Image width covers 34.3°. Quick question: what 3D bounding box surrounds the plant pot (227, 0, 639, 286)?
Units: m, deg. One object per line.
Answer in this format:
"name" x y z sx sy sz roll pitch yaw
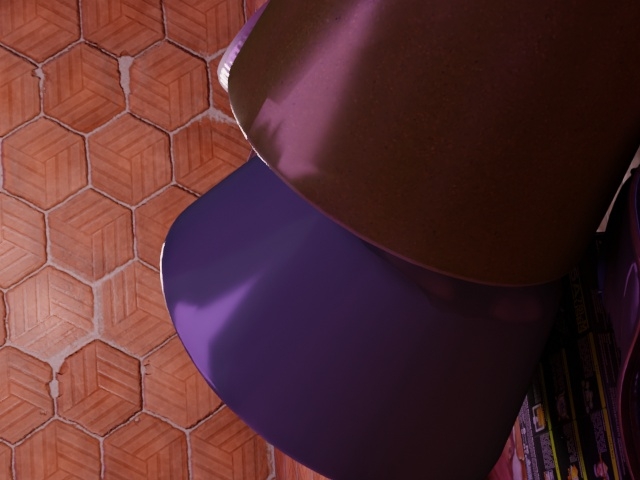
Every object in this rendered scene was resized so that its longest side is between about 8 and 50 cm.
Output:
"plant pot" 0.122 -0.172 0.639 0.275 0.274 0.294 -105 35 -49

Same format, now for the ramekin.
"ramekin" -0.079 -0.304 1.710 0.207 0.109 0.207 -51 -1 -2

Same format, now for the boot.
"boot" 0.218 0.050 0.646 0.106 0.082 0.219 -43 -45 -82

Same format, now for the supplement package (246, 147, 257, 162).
"supplement package" -0.030 -0.126 1.577 0.262 0.145 0.204 124 167 -75

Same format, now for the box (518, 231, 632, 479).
"box" 0.200 0.111 0.811 0.184 0.045 0.191 118 148 -67

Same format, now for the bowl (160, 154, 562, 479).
"bowl" 0.057 0.017 0.773 0.163 0.311 0.312 -53 32 31
